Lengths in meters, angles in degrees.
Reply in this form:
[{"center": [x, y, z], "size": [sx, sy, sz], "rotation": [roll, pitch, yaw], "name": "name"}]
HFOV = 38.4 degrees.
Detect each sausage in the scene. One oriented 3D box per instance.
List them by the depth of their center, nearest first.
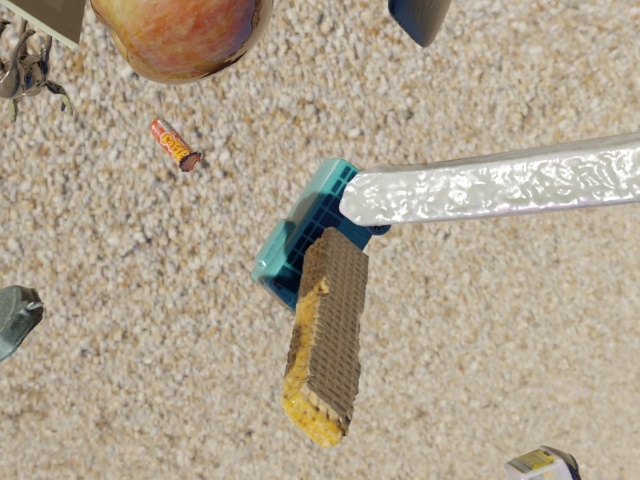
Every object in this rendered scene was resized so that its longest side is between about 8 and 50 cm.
[{"center": [-0.275, -0.186, 1.698], "size": [0.048, 0.145, 0.050], "rotation": [6, 124, -48], "name": "sausage"}]

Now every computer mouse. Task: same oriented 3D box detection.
[{"center": [-0.445, 0.126, 1.201], "size": [0.229, 0.113, 0.068], "rotation": [-16, 133, 15], "name": "computer mouse"}]

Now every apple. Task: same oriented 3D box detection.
[{"center": [-0.147, -0.259, 0.957], "size": [0.174, 0.188, 0.188], "rotation": [-38, 141, -10], "name": "apple"}]

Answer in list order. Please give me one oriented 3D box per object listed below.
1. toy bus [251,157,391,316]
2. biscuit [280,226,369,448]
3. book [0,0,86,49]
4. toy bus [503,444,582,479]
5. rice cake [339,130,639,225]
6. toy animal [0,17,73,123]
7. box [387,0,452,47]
[{"center": [0.000, 0.000, 1.503], "size": [0.147, 0.128, 0.256], "rotation": [35, 84, -15], "name": "toy bus"}, {"center": [0.009, 0.116, 1.236], "size": [0.054, 0.379, 0.094], "rotation": [-38, 113, 26], "name": "biscuit"}, {"center": [-0.393, -0.392, 1.331], "size": [0.016, 0.199, 0.138], "rotation": [-17, 147, 35], "name": "book"}, {"center": [0.240, 0.299, 0.940], "size": [0.072, 0.057, 0.172], "rotation": [-16, 99, -11], "name": "toy bus"}, {"center": [0.207, -0.057, 0.825], "size": [0.399, 0.064, 0.070], "rotation": [-5, -178, 24], "name": "rice cake"}, {"center": [-0.449, -0.254, 1.411], "size": [0.093, 0.214, 0.186], "rotation": [14, 113, 7], "name": "toy animal"}, {"center": [0.179, -0.439, 1.534], "size": [0.212, 0.042, 0.201], "rotation": [16, 100, -63], "name": "box"}]
